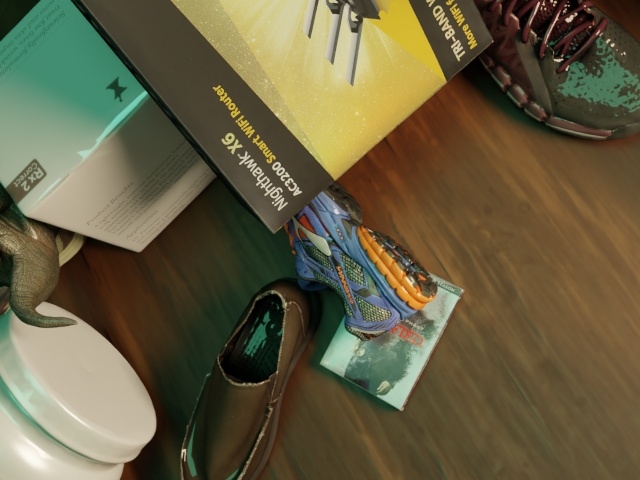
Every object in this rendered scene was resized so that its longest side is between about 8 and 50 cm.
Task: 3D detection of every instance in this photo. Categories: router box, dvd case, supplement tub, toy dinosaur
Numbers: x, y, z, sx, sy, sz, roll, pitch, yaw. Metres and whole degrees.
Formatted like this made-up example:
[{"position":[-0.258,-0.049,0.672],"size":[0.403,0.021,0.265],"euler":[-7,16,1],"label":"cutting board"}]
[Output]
[{"position":[-0.042,-0.196,0.591],"size":[0.243,0.309,0.081],"euler":[-42,33,-5],"label":"router box"},{"position":[0.063,0.078,0.720],"size":[0.087,0.013,0.119],"euler":[28,87,21],"label":"dvd case"},{"position":[-0.301,0.205,0.716],"size":[0.272,0.191,0.191],"euler":[-43,70,5],"label":"supplement tub"},{"position":[-0.298,-0.016,0.711],"size":[0.314,0.160,0.121],"euler":[20,78,22],"label":"toy dinosaur"}]

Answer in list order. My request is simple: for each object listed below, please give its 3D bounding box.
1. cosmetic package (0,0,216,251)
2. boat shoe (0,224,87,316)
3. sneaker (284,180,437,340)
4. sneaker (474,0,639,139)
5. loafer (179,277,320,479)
[{"position":[-0.205,-0.104,0.752],"size":[0.151,0.184,0.151],"euler":[-44,70,5],"label":"cosmetic package"},{"position":[-0.341,0.036,0.826],"size":[0.223,0.073,0.080],"euler":[-40,70,6],"label":"boat shoe"},{"position":[0.000,0.000,0.715],"size":[0.087,0.083,0.221],"euler":[-49,58,12],"label":"sneaker"},{"position":[0.161,-0.197,0.665],"size":[0.281,0.162,0.106],"euler":[42,93,21],"label":"sneaker"},{"position":[-0.075,0.131,0.718],"size":[0.080,0.078,0.220],"euler":[19,85,20],"label":"loafer"}]
